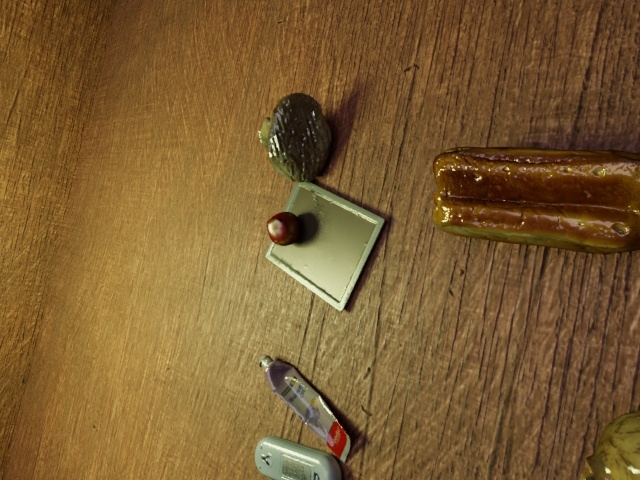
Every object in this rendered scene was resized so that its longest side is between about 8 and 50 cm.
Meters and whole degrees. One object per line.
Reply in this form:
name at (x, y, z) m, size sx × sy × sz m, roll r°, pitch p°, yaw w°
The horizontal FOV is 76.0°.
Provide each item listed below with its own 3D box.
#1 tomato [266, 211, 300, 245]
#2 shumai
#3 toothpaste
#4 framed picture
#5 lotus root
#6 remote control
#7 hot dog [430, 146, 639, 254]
tomato at (-0.093, -0.028, 1.005) m, size 0.087 × 0.075 × 0.088 m, roll -6°, pitch 80°, yaw 35°
shumai at (-0.066, -0.256, 1.034) m, size 0.153 × 0.161 × 0.210 m, roll -145°, pitch 43°, yaw -66°
toothpaste at (-0.042, 0.361, 0.924) m, size 0.301 × 0.048 × 0.075 m, roll 34°, pitch 98°, yaw 36°
framed picture at (0.000, 0.000, 0.986) m, size 0.296 × 0.019 × 0.233 m, roll 32°, pitch 101°, yaw 38°
lotus root at (0.439, 0.275, 0.481) m, size 0.256 × 0.154 × 0.140 m, roll -6°, pitch 71°, yaw 19°
remote control at (-0.058, 0.498, 0.905) m, size 0.244 × 0.047 × 0.087 m, roll -7°, pitch 79°, yaw 40°
hot dog at (0.341, -0.072, 0.659) m, size 0.348 × 0.117 × 0.159 m, roll 10°, pitch 106°, yaw 42°
